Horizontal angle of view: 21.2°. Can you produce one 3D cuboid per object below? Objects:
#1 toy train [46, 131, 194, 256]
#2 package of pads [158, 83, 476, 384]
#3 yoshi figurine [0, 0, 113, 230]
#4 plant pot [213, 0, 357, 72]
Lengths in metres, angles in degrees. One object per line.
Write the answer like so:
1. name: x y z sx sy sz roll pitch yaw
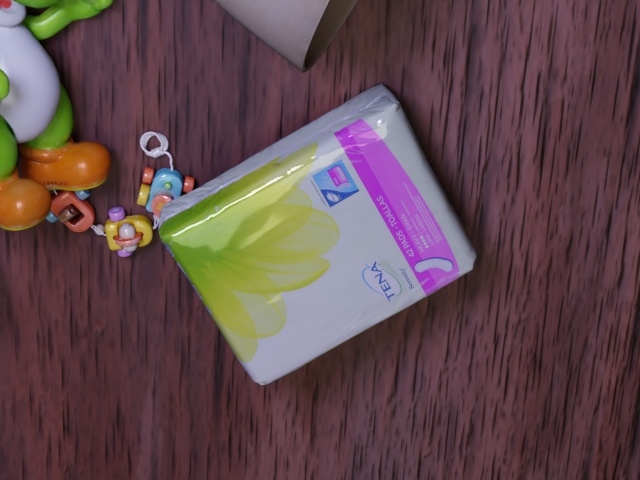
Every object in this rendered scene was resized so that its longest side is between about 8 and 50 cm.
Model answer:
1. toy train: -0.223 -0.042 1.912 0.166 0.046 0.125 -32 114 15
2. package of pads: 0.000 0.000 1.887 0.296 0.101 0.229 -29 115 2
3. yoshi figurine: -0.301 -0.203 1.758 0.203 0.203 0.362 -14 116 -10
4. plant pot: -0.070 -0.342 1.669 0.274 0.256 0.256 30 114 3
